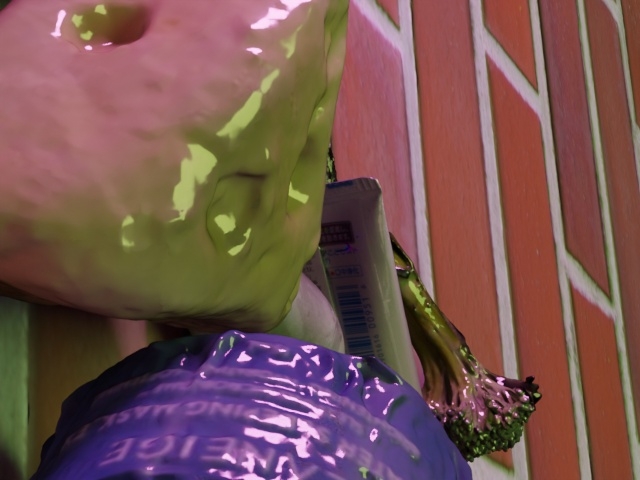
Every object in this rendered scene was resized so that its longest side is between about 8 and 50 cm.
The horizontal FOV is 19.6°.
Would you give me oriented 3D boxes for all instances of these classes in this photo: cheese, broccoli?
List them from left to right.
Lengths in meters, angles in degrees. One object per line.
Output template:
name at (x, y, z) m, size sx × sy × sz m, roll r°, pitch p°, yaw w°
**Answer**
cheese at (-0.099, -0.023, 0.980) m, size 0.248 × 0.173 × 0.251 m, roll -41°, pitch 145°, yaw -46°
broccoli at (0.092, 0.089, 1.516) m, size 0.122 × 0.118 × 0.204 m, roll -27°, pitch 88°, yaw -37°

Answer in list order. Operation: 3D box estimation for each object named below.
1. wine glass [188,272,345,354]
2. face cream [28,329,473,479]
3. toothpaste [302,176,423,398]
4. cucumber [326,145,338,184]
wine glass at (-0.028, 0.072, 1.214) m, size 0.093 × 0.093 × 0.202 m, roll -81°, pitch 152°, yaw -43°
face cream at (-0.050, 0.195, 0.890) m, size 0.225 × 0.249 × 0.249 m, roll -71°, pitch 142°, yaw -59°
toothpaste at (0.026, 0.092, 1.337) m, size 0.073 × 0.114 × 0.299 m, roll -60°, pitch 138°, yaw -57°
cucumber at (0.000, 0.000, 1.379) m, size 0.053 × 0.053 × 0.181 m, roll -15°, pitch 90°, yaw -68°
